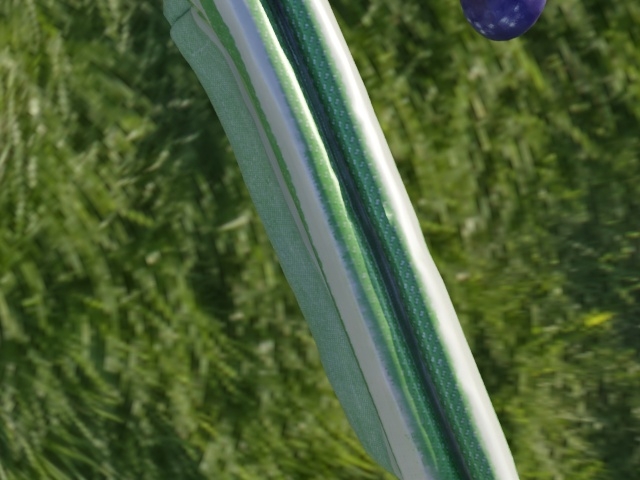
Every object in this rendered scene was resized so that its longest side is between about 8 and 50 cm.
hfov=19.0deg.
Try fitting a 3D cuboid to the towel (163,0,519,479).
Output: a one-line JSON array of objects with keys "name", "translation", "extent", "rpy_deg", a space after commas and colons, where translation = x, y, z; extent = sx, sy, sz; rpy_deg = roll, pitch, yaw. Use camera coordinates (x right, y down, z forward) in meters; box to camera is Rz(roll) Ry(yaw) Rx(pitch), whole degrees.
[{"name": "towel", "translation": [0.000, 0.000, 0.718], "extent": [0.038, 0.325, 0.247], "rpy_deg": [-24, 95, -5]}]

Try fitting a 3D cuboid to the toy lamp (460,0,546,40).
[{"name": "toy lamp", "translation": [0.034, -0.195, 1.235], "extent": [0.275, 0.080, 0.080], "rpy_deg": [15, 83, -46]}]
